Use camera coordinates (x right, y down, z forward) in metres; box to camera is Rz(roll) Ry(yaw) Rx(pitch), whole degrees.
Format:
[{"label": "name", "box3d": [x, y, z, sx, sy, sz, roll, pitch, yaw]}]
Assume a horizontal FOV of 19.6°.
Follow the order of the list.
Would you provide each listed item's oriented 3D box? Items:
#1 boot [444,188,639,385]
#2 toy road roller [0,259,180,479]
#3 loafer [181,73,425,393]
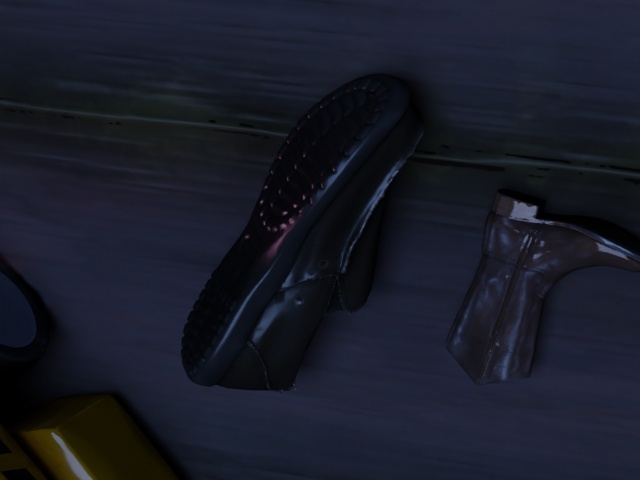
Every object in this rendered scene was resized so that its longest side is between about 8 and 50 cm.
[{"label": "boot", "box3d": [0.132, 0.039, 1.074, 0.106, 0.037, 0.114, 23, 107, 24]}, {"label": "toy road roller", "box3d": [-0.234, 0.184, 1.115, 0.202, 0.240, 0.329, -40, 90, 22]}, {"label": "loafer", "box3d": [0.000, 0.000, 1.094, 0.078, 0.080, 0.220, 25, 113, -25]}]
